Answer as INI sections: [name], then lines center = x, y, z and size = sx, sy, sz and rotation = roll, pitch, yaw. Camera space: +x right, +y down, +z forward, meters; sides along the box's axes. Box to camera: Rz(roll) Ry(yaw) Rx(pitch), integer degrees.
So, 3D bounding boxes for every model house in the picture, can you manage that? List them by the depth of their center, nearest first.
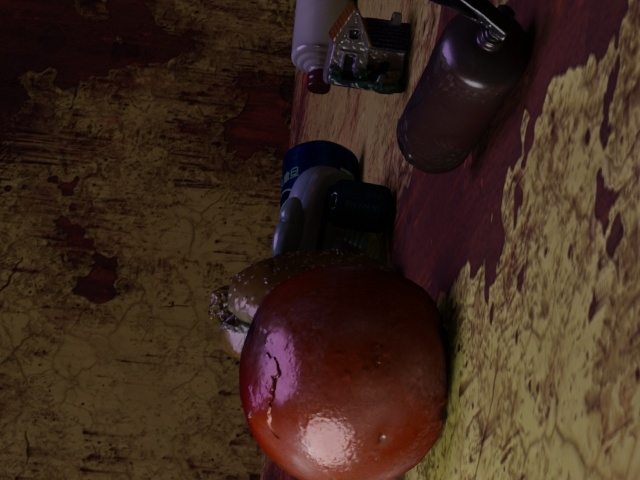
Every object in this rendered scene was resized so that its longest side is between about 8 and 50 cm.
[model house]
center = 0.060, -0.238, 1.732
size = 0.088, 0.101, 0.100
rotation = -100, 20, -76

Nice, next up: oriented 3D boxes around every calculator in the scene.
[calculator]
center = 0.000, 0.000, 1.788
size = 0.299, 0.041, 0.185
rotation = 14, -93, -68

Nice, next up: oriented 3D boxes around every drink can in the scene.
[drink can]
center = -0.003, -0.041, 2.075
size = 0.118, 0.118, 0.204
rotation = 105, 168, -58

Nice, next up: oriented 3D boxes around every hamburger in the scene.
[hamburger]
center = -0.019, 0.078, 1.590
size = 0.189, 0.215, 0.122
rotation = -112, 23, -77

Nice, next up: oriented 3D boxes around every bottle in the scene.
[bottle]
center = 0.005, -0.364, 2.440
size = 0.104, 0.104, 0.245
rotation = 107, 167, -64

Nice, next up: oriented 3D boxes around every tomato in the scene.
[tomato]
center = 0.018, 0.123, 1.286
size = 0.208, 0.185, 0.208
rotation = -173, 90, -83

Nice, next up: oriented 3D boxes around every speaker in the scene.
[speaker]
center = 0.051, -0.047, 1.737
size = 0.094, 0.075, 0.060
rotation = -71, -10, -70

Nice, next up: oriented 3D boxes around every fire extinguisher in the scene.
[fire extinguisher]
center = 0.109, -0.132, 1.138
size = 0.072, 0.089, 0.267
rotation = -59, -2, -17
